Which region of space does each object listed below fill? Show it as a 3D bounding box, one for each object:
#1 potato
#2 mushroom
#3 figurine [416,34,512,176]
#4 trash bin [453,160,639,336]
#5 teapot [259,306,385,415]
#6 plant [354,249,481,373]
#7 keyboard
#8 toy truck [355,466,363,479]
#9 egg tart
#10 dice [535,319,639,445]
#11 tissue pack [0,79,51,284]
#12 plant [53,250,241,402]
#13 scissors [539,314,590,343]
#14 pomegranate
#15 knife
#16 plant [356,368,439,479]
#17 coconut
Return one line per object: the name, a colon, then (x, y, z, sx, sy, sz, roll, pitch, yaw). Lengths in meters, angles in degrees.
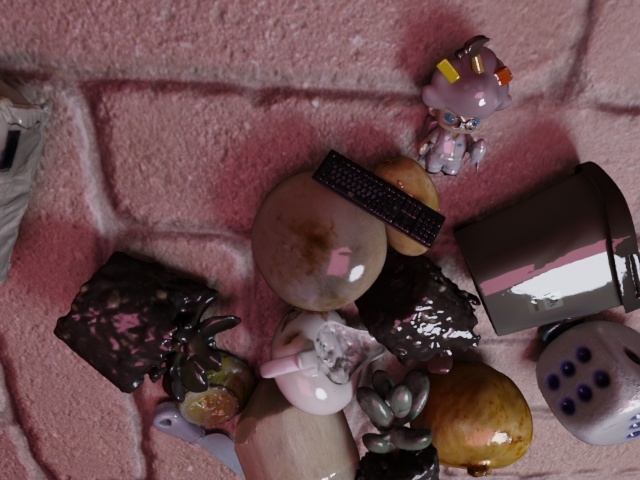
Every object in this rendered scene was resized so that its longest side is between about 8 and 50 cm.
potato: (0.141, -0.055, 0.740, 0.109, 0.118, 0.178, -28, 123, -11)
mushroom: (0.000, 0.000, 0.729, 0.178, 0.226, 0.226, -6, 134, -55)
figurine: (0.212, -0.198, 0.676, 0.137, 0.112, 0.229, 7, 132, -1)
trash bin: (0.383, 0.028, 0.768, 0.250, 0.219, 0.219, -23, 118, 15)
teapot: (-0.002, 0.214, 0.821, 0.139, 0.298, 0.204, -20, 80, 35)
plant: (0.181, 0.137, 0.820, 0.204, 0.178, 0.234, -38, 119, 11)
keyboard: (0.086, -0.062, 0.653, 0.198, 0.063, 0.010, 31, 156, 2)
toy truck: (0.061, 0.702, 1.130, 0.253, 0.114, 0.124, -43, 118, -10)
egg tart: (-0.227, 0.320, 0.944, 0.197, 0.078, 0.197, -4, 121, -6)
dice: (0.587, 0.290, 0.922, 0.192, 0.194, 0.193, 13, 129, -22)
tissue pack: (-0.583, -0.123, 0.601, 0.376, 0.195, 0.390, 26, 115, -5)
plant: (-0.287, 0.156, 0.777, 0.276, 0.188, 0.199, 35, 105, -20)
scissors: (0.578, 0.120, 0.927, 0.289, 0.041, 0.138, -31, 119, 16)
pomegranate: (0.307, 0.367, 0.935, 0.248, 0.248, 0.248, -2, 120, -4)
knife: (-0.259, 0.469, 1.052, 0.080, 0.044, 0.331, -32, 123, 9)
plant: (0.141, 0.377, 0.835, 0.146, 0.149, 0.274, -15, 104, -32)
coconut: (-0.056, 0.403, 0.923, 0.237, 0.265, 0.237, -20, 165, -6)
